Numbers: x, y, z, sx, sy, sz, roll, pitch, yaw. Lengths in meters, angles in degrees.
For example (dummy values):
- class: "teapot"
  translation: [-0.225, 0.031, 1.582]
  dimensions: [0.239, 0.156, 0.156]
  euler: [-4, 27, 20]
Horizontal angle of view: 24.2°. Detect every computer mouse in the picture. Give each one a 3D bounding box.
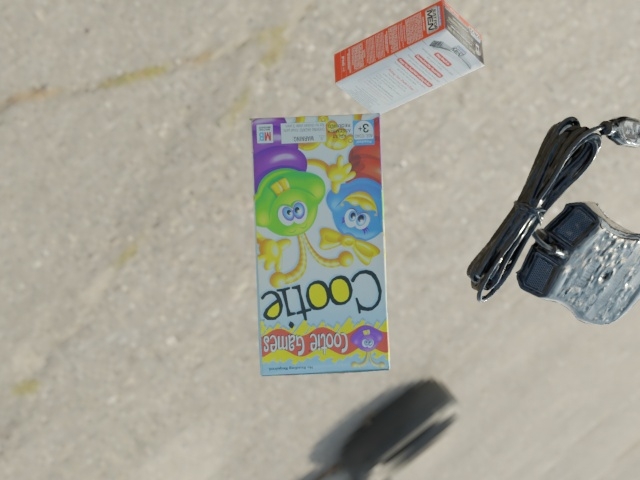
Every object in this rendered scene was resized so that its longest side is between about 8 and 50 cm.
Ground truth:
- class: "computer mouse"
  translation: [0.224, -0.024, 1.267]
  dimensions: [0.262, 0.060, 0.184]
  euler: [13, 112, -51]

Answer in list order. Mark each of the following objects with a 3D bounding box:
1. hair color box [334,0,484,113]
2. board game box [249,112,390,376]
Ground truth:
- class: "hair color box"
  translation: [0.110, -0.227, 1.877]
  dimensions: [0.167, 0.053, 0.093]
  euler: [-22, 143, 30]
- class: "board game box"
  translation: [0.000, 0.000, 1.646]
  dimensions: [0.142, 0.275, 0.144]
  euler: [-2, -175, 0]
